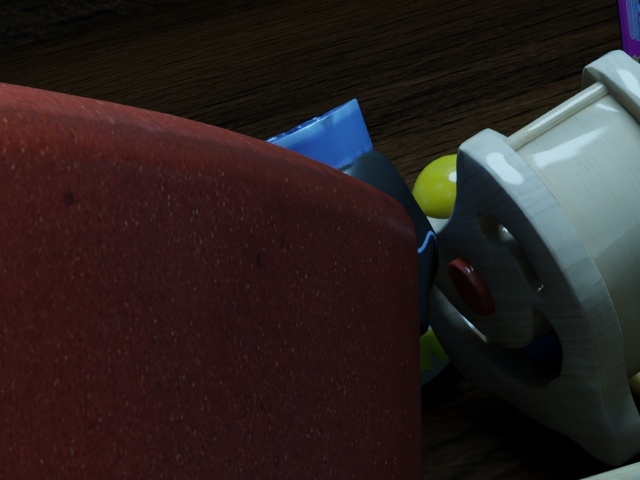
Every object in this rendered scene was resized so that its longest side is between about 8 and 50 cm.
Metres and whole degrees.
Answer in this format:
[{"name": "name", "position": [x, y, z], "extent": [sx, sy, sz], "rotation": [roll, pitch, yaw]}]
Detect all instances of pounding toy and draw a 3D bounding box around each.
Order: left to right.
[{"name": "pounding toy", "position": [0.077, 0.022, 0.650], "extent": [0.155, 0.154, 0.269], "rotation": [-32, 19, -13]}]

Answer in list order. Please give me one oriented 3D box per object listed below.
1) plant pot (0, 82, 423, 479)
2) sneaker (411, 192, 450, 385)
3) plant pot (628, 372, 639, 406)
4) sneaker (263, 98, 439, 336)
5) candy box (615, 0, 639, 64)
[{"name": "plant pot", "position": [-0.106, 0.081, 0.478], "extent": [0.267, 0.267, 0.235], "rotation": [3, 8, 39]}, {"name": "sneaker", "position": [-0.011, 0.059, 0.797], "extent": [0.118, 0.107, 0.279], "rotation": [-21, 2, 40]}, {"name": "plant pot", "position": [0.252, 0.053, 0.724], "extent": [0.236, 0.032, 0.236], "rotation": [-9, 16, 2]}, {"name": "sneaker", "position": [0.000, 0.000, 0.654], "extent": [0.081, 0.090, 0.232], "rotation": [-25, 2, 0]}, {"name": "candy box", "position": [0.273, -0.100, 1.002], "extent": [0.071, 0.159, 0.233], "rotation": [-14, 17, -10]}]
